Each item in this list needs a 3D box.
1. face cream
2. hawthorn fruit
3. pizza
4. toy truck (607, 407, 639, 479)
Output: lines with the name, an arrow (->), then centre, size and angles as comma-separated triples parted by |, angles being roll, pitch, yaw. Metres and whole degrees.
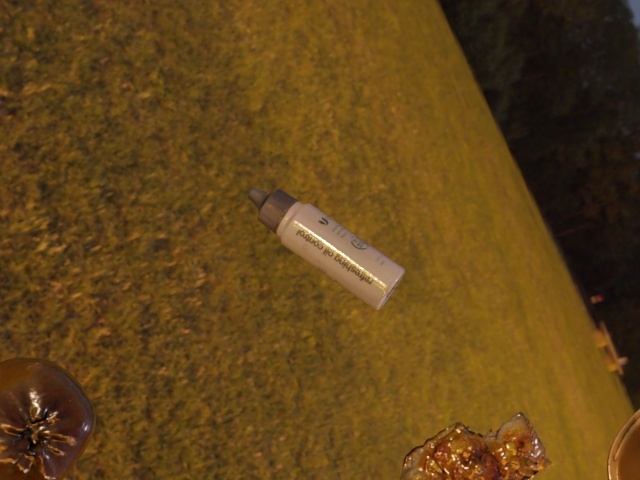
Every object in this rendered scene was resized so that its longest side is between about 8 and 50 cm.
face cream -> 0.000, 0.000, 1.567 | 0.311, 0.092, 0.092 | 36, 15, 11
hawthorn fruit -> -0.613, 0.373, 1.847 | 0.268, 0.268, 0.301 | 62, -16, -18
pizza -> 0.252, 0.353, 1.371 | 0.305, 0.161, 0.085 | 2, 30, -32
toy truck -> 0.487, 0.298, 1.006 | 0.288, 0.204, 0.211 | 41, -11, 13
